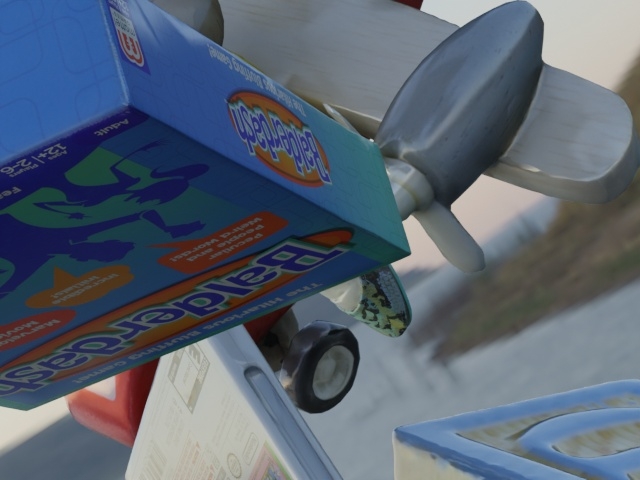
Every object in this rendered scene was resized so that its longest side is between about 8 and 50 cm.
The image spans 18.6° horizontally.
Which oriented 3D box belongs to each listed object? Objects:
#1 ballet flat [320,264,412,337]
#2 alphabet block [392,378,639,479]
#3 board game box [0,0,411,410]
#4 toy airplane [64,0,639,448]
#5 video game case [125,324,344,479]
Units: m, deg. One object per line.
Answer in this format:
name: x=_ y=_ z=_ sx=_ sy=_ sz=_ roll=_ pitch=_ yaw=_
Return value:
ballet flat: x=0.000 y=0.000 z=1.505 sx=0.070 sy=0.188 sz=0.070 roll=-27 pitch=-19 yaw=-10
alphabet block: x=0.167 y=0.201 z=1.075 sx=0.192 sy=0.197 sz=0.193 roll=-7 pitch=12 yaw=-31
board game box: x=-0.082 y=-0.004 z=0.600 sx=0.160 sy=0.047 sz=0.210 roll=-23 pitch=-18 yaw=17
toy airplane: x=-0.035 y=-0.110 z=1.165 sx=0.386 sy=0.384 sz=0.272 roll=-27 pitch=-31 yaw=21
video game case: x=-0.030 y=0.149 z=0.978 sx=0.023 sy=0.193 sz=0.212 roll=-23 pitch=-23 yaw=-26
